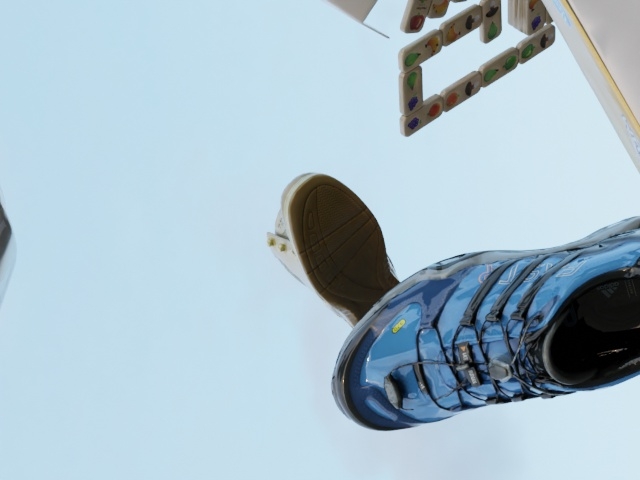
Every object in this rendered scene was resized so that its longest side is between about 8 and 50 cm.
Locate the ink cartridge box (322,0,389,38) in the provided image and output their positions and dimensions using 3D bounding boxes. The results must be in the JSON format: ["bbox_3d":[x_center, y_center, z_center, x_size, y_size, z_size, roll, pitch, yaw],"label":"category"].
[{"bbox_3d":[-0.012,-0.261,1.461,0.198,0.115,0.067,29,-83,-43],"label":"ink cartridge box"}]

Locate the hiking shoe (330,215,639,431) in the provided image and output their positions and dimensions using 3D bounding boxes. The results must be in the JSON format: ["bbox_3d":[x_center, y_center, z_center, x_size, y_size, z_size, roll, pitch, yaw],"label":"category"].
[{"bbox_3d":[0.138,0.062,1.159,0.113,0.304,0.132,64,-164,-8],"label":"hiking shoe"}]

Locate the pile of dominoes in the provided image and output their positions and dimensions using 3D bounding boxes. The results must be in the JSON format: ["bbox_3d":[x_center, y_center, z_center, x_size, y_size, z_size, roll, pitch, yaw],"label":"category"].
[{"bbox_3d":[0.186,-0.233,1.760,0.251,0.040,0.196,-34,-39,-25],"label":"pile of dominoes"}]

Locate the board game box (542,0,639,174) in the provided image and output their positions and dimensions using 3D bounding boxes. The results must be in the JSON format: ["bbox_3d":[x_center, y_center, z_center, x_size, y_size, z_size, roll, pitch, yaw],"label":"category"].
[{"bbox_3d":[0.280,-0.062,0.811,0.317,0.242,0.064,64,-177,13],"label":"board game box"}]

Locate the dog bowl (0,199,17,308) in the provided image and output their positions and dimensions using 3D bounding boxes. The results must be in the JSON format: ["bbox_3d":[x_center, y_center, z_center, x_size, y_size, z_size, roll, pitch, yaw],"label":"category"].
[{"bbox_3d":[-0.349,-0.024,1.045,0.102,0.348,0.349,-62,-37,-28],"label":"dog bowl"}]

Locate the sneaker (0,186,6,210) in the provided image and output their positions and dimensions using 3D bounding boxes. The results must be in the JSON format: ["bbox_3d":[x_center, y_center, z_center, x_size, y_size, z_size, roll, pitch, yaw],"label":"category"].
[{"bbox_3d":[-0.406,-0.092,1.632,0.169,0.108,0.293,41,-155,-51],"label":"sneaker"}]

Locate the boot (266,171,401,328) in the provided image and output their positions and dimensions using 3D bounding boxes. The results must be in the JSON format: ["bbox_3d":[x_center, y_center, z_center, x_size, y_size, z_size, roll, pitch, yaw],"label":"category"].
[{"bbox_3d":[0.000,0.000,1.441,0.077,0.165,0.213,-40,-52,-6],"label":"boot"}]
